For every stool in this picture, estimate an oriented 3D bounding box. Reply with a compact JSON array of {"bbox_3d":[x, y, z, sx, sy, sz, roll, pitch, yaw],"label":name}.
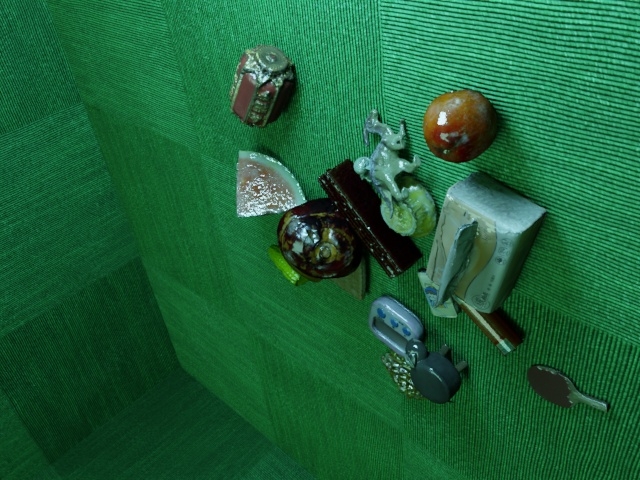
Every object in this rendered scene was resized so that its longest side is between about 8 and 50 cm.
[{"bbox_3d":[0.372,0.405,1.945,0.153,0.139,0.228,2,122,51],"label":"stool"}]

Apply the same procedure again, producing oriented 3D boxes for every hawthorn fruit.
[{"bbox_3d":[0.314,-0.255,1.377,0.172,0.172,0.173,33,142,30],"label":"hawthorn fruit"}]

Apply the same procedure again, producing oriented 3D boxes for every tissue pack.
[{"bbox_3d":[0.378,0.030,1.511,0.238,0.238,0.306,36,144,27],"label":"tissue pack"}]

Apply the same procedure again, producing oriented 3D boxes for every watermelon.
[{"bbox_3d":[-0.196,-0.167,2.100,0.310,0.232,0.193,36,-178,-1],"label":"watermelon"}]

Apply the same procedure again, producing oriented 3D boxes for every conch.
[{"bbox_3d":[0.136,-0.209,1.764,0.076,0.057,0.085,21,169,20],"label":"conch"}]

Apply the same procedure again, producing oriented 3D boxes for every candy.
[{"bbox_3d":[-0.126,0.086,2.344,0.209,0.096,0.097,41,146,26],"label":"candy"}]

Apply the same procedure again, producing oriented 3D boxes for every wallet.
[{"bbox_3d":[0.354,0.159,1.835,0.110,0.039,0.155,3,123,53],"label":"wallet"}]

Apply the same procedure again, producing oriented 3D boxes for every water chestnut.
[{"bbox_3d":[0.000,0.000,1.929,0.289,0.289,0.244,43,145,17],"label":"water chestnut"}]

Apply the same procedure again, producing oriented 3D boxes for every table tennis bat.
[{"bbox_3d":[0.674,0.414,1.675,0.234,0.022,0.131,16,131,47],"label":"table tennis bat"}]

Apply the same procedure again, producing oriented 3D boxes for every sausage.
[{"bbox_3d":[0.454,0.200,1.713,0.264,0.083,0.083,49,148,11],"label":"sausage"}]

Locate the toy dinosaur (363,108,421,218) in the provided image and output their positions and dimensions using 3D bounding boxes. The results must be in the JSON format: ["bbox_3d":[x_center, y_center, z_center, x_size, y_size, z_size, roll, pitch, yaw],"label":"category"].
[{"bbox_3d":[0.186,-0.212,1.630,0.162,0.077,0.295,-13,77,56],"label":"toy dinosaur"}]

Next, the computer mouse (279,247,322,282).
[{"bbox_3d":[-0.080,0.058,2.219,0.245,0.056,0.126,42,147,25],"label":"computer mouse"}]

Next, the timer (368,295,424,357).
[{"bbox_3d":[0.255,0.290,2.058,0.208,0.069,0.191,35,143,26],"label":"timer"}]

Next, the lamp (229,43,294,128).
[{"bbox_3d":[-0.178,-0.462,1.839,0.177,0.177,0.274,49,150,9],"label":"lamp"}]

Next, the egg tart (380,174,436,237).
[{"bbox_3d":[0.243,-0.083,1.720,0.197,0.078,0.197,32,143,28],"label":"egg tart"}]

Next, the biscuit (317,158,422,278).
[{"bbox_3d":[0.146,-0.069,1.829,0.388,0.107,0.073,53,147,3],"label":"biscuit"}]

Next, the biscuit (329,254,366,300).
[{"bbox_3d":[0.039,0.060,2.143,0.324,0.044,0.217,32,144,35],"label":"biscuit"}]

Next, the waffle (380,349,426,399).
[{"bbox_3d":[0.311,0.482,2.177,0.224,0.054,0.204,58,148,-8],"label":"waffle"}]
